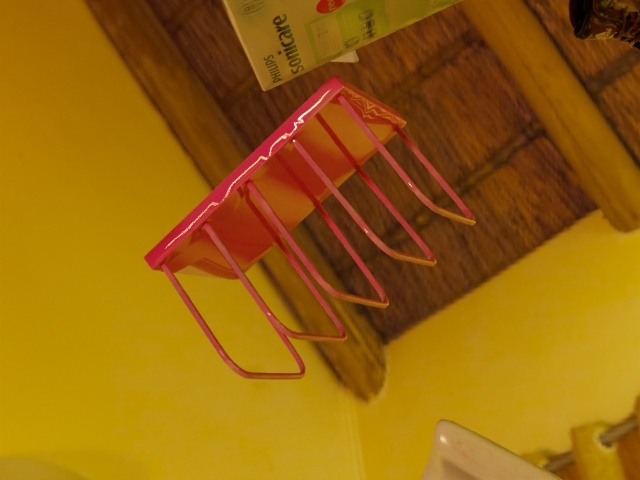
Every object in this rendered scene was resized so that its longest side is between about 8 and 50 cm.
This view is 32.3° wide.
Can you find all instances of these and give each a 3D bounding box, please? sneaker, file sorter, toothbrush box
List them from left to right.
[{"bbox_3d":[0.000,0.000,1.226,0.290,0.182,0.202,-42,-20,14],"label":"file sorter"},{"bbox_3d":[0.034,-0.285,1.023,0.283,0.122,0.206,-23,-20,0],"label":"toothbrush box"},{"bbox_3d":[0.389,-0.245,1.362,0.162,0.281,0.106,-27,1,-27],"label":"sneaker"}]

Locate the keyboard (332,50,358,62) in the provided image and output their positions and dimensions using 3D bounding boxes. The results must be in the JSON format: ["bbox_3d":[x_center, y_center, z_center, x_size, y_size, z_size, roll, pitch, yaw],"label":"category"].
[{"bbox_3d":[-0.027,-0.316,1.313,0.072,0.014,0.256,4,-43,34],"label":"keyboard"}]

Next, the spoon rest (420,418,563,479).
[{"bbox_3d":[0.007,0.203,0.421,0.137,0.276,0.084,29,-6,7],"label":"spoon rest"}]
